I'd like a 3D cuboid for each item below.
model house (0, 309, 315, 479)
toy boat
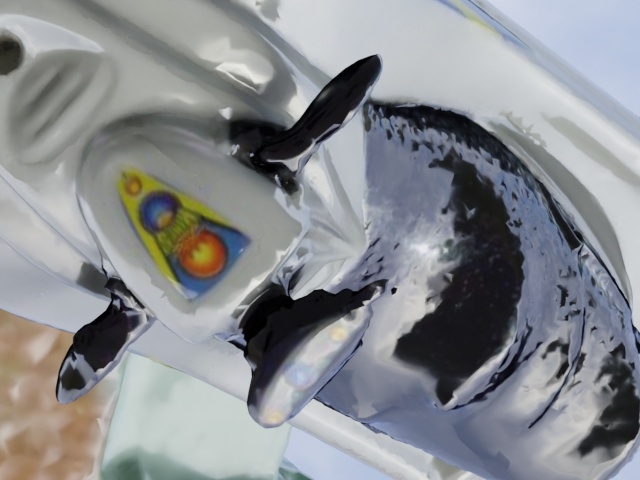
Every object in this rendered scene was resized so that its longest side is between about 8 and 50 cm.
[{"bbox_3d":[-0.094,-0.048,0.690,0.325,0.267,0.194,-69,-156,11],"label":"model house"},{"bbox_3d":[0.002,-0.002,0.461,0.140,0.269,0.141,-14,-114,35],"label":"toy boat"}]
